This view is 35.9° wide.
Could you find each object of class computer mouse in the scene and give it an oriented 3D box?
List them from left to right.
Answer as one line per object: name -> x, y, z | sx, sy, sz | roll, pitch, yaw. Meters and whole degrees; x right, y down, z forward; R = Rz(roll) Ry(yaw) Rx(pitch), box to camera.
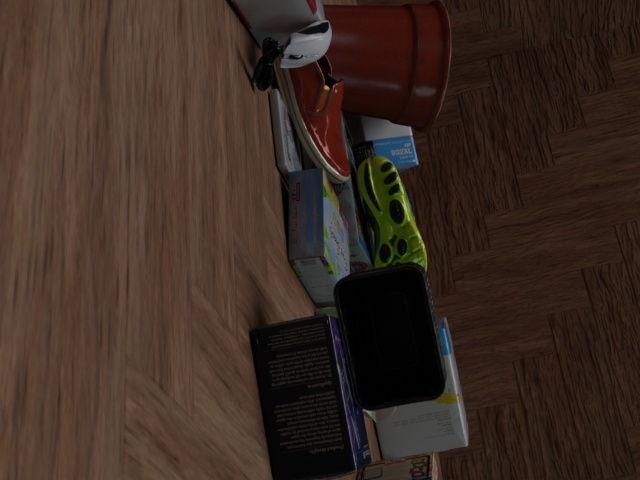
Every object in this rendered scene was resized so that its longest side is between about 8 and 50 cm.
computer mouse -> -0.035, -0.313, 1.629 | 0.193, 0.042, 0.106 | -35, 159, -41

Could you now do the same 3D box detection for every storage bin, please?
storage bin -> 0.095, 0.126, 1.322 | 0.084, 0.122, 0.180 | -5, 84, -81

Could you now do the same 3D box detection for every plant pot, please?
plant pot -> 0.096, -0.366, 2.010 | 0.272, 0.265, 0.272 | -176, -90, -78

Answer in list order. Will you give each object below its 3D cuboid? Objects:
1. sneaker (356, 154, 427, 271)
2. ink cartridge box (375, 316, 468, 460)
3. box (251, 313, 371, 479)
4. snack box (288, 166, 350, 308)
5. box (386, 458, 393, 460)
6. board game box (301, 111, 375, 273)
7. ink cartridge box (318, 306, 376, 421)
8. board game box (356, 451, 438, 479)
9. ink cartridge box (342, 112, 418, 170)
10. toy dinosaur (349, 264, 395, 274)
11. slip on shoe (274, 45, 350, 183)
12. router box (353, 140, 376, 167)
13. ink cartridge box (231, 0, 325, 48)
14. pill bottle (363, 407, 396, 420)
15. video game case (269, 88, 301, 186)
sneaker -> 0.149, -0.029, 1.974 | 0.123, 0.109, 0.295 | -50, 129, -77
ink cartridge box -> 0.218, 0.335, 2.255 | 0.198, 0.197, 0.270 | -19, 97, -81
box -> -0.009, 0.210, 1.312 | 0.153, 0.108, 0.207 | 34, 45, -78
snack box -> 0.000, 0.000, 1.726 | 0.207, 0.070, 0.174 | 61, 25, -58
box -> 0.178, 0.577, 2.215 | 0.145, 0.038, 0.186 | -2, 81, -81
board game box -> 0.038, -0.082, 2.007 | 0.224, 0.098, 0.303 | 57, 24, -65
ink cartridge box -> 0.051, 0.237, 1.815 | 0.235, 0.056, 0.171 | 65, 16, -67
board game box -> 0.138, 0.447, 1.790 | 0.193, 0.147, 0.045 | -47, 125, -78
ink cartridge box -> 0.097, -0.290, 2.259 | 0.223, 0.129, 0.307 | 157, -77, -70
toy dinosaur -> 0.052, 0.086, 1.808 | 0.053, 0.183, 0.092 | 10, 77, -43
slip on shoe -> -0.001, -0.260, 1.821 | 0.123, 0.101, 0.331 | -62, 136, -69
router box -> 0.103, -0.142, 2.067 | 0.092, 0.038, 0.122 | -67, 145, -77
ink cartridge box -> -0.089, -0.511, 1.665 | 0.226, 0.131, 0.306 | 39, 42, -76
pill bottle -> 0.120, 0.288, 2.014 | 0.184, 0.103, 0.103 | -78, 155, -69
video game case -> -0.059, -0.168, 1.762 | 0.143, 0.019, 0.157 | 61, 19, -62
